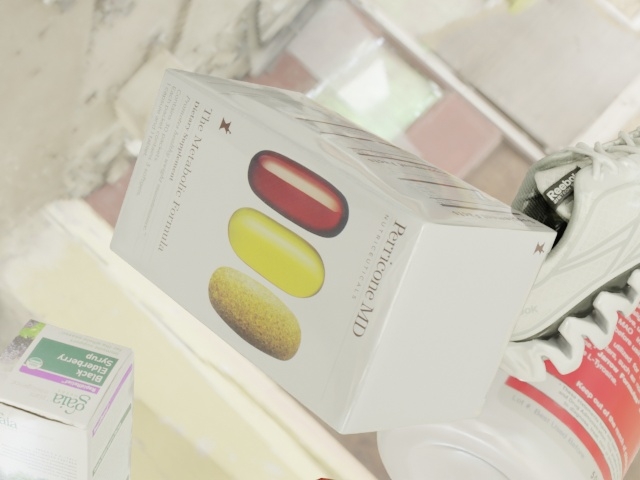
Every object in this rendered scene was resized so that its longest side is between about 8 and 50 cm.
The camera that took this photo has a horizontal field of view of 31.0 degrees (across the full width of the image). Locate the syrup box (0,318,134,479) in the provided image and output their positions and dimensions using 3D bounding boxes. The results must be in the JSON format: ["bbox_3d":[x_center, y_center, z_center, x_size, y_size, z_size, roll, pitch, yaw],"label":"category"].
[{"bbox_3d":[-0.215,0.187,0.957,0.096,0.093,0.236,-65,167,-51],"label":"syrup box"}]

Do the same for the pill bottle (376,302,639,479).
[{"bbox_3d":[0.253,0.114,1.203,0.407,0.229,0.229,-49,174,-33],"label":"pill bottle"}]

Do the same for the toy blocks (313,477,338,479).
[{"bbox_3d":[-0.005,0.264,0.395,0.381,0.191,0.260,-46,130,-51],"label":"toy blocks"}]

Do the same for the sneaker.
[{"bbox_3d":[0.216,-0.030,0.795,0.292,0.118,0.110,-40,-152,-1],"label":"sneaker"}]

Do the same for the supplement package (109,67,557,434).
[{"bbox_3d":[0.000,0.000,0.738,0.134,0.244,0.139,3,112,-47],"label":"supplement package"}]
